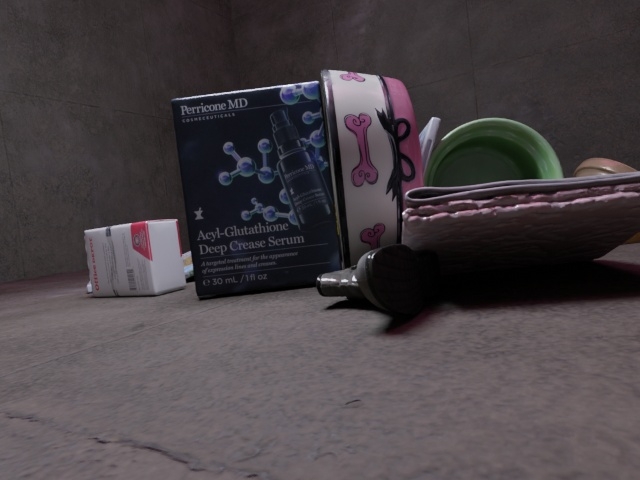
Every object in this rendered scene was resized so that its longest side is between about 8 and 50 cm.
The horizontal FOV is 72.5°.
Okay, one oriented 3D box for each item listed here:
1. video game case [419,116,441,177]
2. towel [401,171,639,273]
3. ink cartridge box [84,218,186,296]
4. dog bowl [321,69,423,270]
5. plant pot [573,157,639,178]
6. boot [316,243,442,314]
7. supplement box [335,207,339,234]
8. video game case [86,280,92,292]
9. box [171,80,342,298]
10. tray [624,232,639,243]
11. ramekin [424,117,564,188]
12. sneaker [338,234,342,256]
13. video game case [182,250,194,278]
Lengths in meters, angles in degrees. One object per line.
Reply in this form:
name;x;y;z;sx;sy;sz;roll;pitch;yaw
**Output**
video game case;0.217;-0.164;0.997;0.023;0.183;0.201;17;-1;3
towel;0.286;-0.011;0.657;0.331;0.053;0.317;-5;-19;10
ink cartridge box;-0.460;0.046;1.078;0.237;0.172;0.100;-6;3;30
dog bowl;0.097;-0.135;0.873;0.150;0.408;0.408;-7;3;2
plant pot;0.755;-0.097;1.148;0.110;0.237;0.237;-46;3;1
boot;0.061;0.060;0.595;0.161;0.083;0.246;-10;-8;28
supplement box;0.239;-0.092;1.997;0.356;0.195;0.194;-8;3;-14
video game case;-0.606;0.125;1.359;0.206;0.026;0.227;-8;2;-26
box;-0.118;-0.100;0.936;0.293;0.395;0.212;-7;2;2
tray;0.602;-0.032;1.125;0.202;0.076;0.411;-7;4;-2
ramekin;0.377;-0.113;1.011;0.303;0.303;0.148;-7;0;5
sneaker;0.000;0.000;1.369;0.286;0.130;0.109;-3;3;43
video game case;-0.365;0.056;1.296;0.193;0.023;0.212;-26;19;-19
